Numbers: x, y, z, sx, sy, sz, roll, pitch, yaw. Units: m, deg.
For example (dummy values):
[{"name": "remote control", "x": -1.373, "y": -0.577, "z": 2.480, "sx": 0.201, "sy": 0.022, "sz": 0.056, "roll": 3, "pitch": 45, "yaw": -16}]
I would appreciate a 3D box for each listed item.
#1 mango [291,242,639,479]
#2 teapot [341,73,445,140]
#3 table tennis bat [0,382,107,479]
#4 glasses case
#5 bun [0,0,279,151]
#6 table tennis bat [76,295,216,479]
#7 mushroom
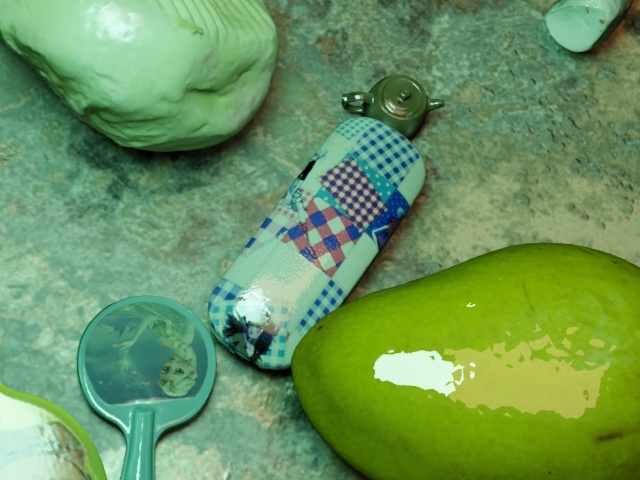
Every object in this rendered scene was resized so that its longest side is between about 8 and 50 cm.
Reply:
[{"name": "mango", "x": 0.191, "y": 0.143, "z": 1.606, "sx": 0.445, "sy": 0.220, "sz": 0.301, "roll": 6, "pitch": 73, "yaw": -8}, {"name": "teapot", "x": 0.083, "y": -0.159, "z": 1.781, "sx": 0.121, "sy": 0.068, "sz": 0.076, "roll": 6, "pitch": 68, "yaw": -11}, {"name": "table tennis bat", "x": -0.340, "y": 0.203, "z": 1.553, "sx": 0.224, "sy": 0.054, "sz": 0.369, "roll": -11, "pitch": 75, "yaw": -18}, {"name": "glasses case", "x": 0.000, "y": 0.000, "z": 1.695, "sx": 0.125, "sy": 0.076, "sz": 0.327, "roll": 36, "pitch": 67, "yaw": 0}, {"name": "bun", "x": -0.220, "y": -0.234, "z": 1.659, "sx": 0.361, "sy": 0.213, "sz": 0.361, "roll": 30, "pitch": 24, "yaw": -15}, {"name": "table tennis bat", "x": -0.186, "y": 0.168, "z": 1.611, "sx": 0.149, "sy": 0.038, "sz": 0.237, "roll": 8, "pitch": 64, "yaw": -10}, {"name": "mushroom", "x": 0.365, "y": -0.317, "z": 1.899, "sx": 0.081, "sy": 0.092, "sz": 0.223, "roll": 33, "pitch": 57, "yaw": 20}]
